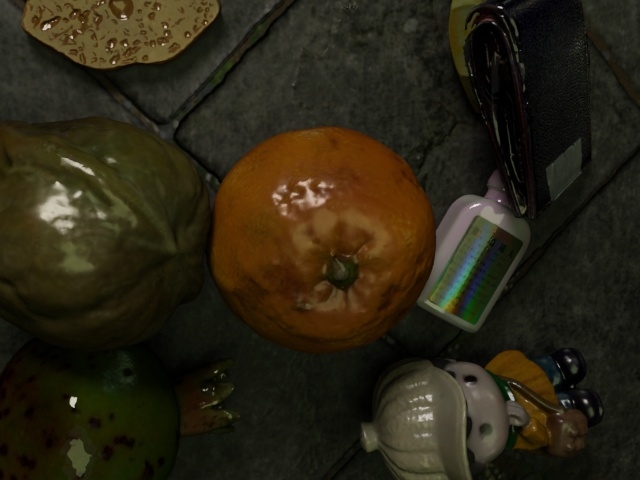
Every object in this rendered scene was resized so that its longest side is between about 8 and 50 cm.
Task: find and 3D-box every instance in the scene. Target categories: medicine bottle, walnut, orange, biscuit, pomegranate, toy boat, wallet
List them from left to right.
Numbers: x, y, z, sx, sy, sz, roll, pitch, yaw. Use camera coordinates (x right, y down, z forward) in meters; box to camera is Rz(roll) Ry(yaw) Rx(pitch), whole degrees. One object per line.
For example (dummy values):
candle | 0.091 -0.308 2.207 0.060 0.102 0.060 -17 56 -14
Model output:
walnut | -0.245 -0.011 0.629 0.283 0.283 0.227 41 61 -18
pomegranate | -0.226 0.207 0.690 0.285 0.231 0.231 5 101 -14
biscuit | -0.225 -0.266 0.692 0.220 0.029 0.142 -14 106 -10
orange | 0.000 0.000 0.700 0.260 0.261 0.261 -3 103 -13
medicine bottle | 0.213 0.008 0.832 0.115 0.078 0.219 28 94 -15
toy boat | 0.202 -0.248 0.784 0.065 0.066 0.172 0 110 31
wallet | 0.275 -0.185 0.770 0.221 0.071 0.263 -36 115 -42

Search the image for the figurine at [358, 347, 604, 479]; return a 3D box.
figurine | 0.218 0.244 0.850 0.332 0.204 0.185 3 58 -36
